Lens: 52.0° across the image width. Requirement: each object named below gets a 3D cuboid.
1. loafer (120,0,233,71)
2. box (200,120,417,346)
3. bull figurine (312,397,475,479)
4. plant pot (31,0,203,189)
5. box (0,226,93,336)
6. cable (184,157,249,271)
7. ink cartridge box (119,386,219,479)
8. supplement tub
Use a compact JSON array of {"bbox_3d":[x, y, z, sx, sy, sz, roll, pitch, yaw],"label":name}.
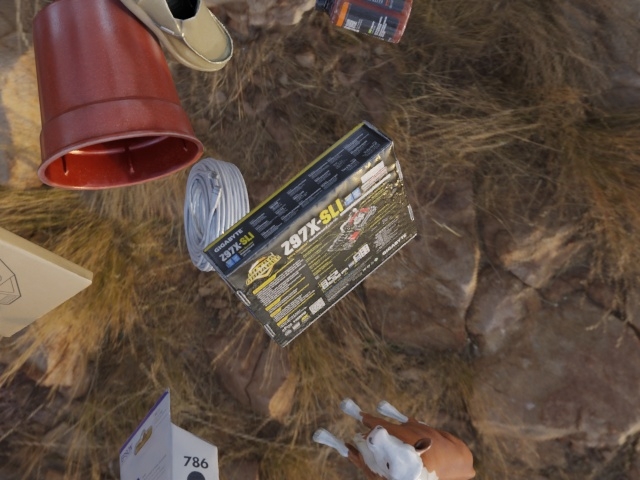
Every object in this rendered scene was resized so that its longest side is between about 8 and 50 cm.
[{"bbox_3d":[-0.228,-0.373,1.094,0.092,0.269,0.101,0,73,32],"label":"loafer"},{"bbox_3d":[0.000,0.000,1.058,0.322,0.079,0.257,-40,143,-9],"label":"box"},{"bbox_3d":[0.113,0.305,0.955,0.310,0.189,0.101,32,85,-50],"label":"bull figurine"},{"bbox_3d":[-0.364,-0.253,1.122,0.273,0.272,0.264,-15,82,-2],"label":"plant pot"},{"bbox_3d":[-0.371,0.030,0.682,0.165,0.021,0.201,-28,136,28],"label":"box"},{"bbox_3d":[-0.244,-0.059,1.491,0.089,0.257,0.256,-2,114,-26],"label":"cable"},{"bbox_3d":[-0.164,0.342,0.697,0.065,0.332,0.165,16,131,-29],"label":"ink cartridge box"},{"bbox_3d":[0.089,-0.499,1.401,0.198,0.106,0.105,16,104,-7],"label":"supplement tub"}]
